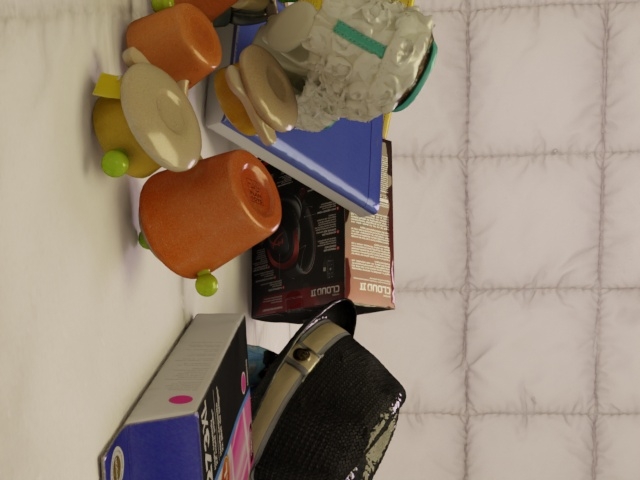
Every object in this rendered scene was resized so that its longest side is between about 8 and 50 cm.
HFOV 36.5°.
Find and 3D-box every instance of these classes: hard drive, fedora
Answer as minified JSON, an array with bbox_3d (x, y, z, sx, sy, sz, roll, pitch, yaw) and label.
[{"bbox_3d":[-0.021,-0.182,1.280,0.318,0.040,0.210,28,58,-47],"label":"hard drive"},{"bbox_3d":[0.013,0.243,1.270,0.334,0.152,0.334,-54,161,-29],"label":"fedora"}]

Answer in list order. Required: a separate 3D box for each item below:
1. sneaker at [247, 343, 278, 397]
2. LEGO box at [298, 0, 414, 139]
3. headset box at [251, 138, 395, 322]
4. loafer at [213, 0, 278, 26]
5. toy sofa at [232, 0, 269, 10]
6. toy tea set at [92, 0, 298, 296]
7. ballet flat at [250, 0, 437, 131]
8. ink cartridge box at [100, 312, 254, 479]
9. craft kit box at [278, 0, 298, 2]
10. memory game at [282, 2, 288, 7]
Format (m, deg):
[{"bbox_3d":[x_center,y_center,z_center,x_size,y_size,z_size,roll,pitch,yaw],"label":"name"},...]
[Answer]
[{"bbox_3d":[-0.084,0.176,1.283,0.162,0.073,0.063,77,12,-71],"label":"sneaker"},{"bbox_3d":[0.056,-0.373,1.758,0.372,0.193,0.500,-74,175,-89],"label":"LEGO box"},{"bbox_3d":[0.000,0.000,1.478,0.110,0.218,0.293,11,72,-41],"label":"headset box"},{"bbox_3d":[-0.093,-0.382,1.116,0.096,0.084,0.268,-148,-123,-70],"label":"loafer"},{"bbox_3d":[-0.065,-0.417,0.973,0.150,0.177,0.363,-78,167,-77],"label":"toy sofa"},{"bbox_3d":[-0.121,-0.116,0.845,0.200,0.124,0.336,50,30,-32],"label":"toy tea set"},{"bbox_3d":[-0.002,-0.199,1.021,0.409,0.147,0.147,-167,-105,-75],"label":"ballet flat"},{"bbox_3d":[-0.119,0.202,0.898,0.371,0.069,0.176,-64,153,-76],"label":"ink cartridge box"},{"bbox_3d":[-0.060,-0.580,1.662,0.247,0.061,0.250,82,15,-45],"label":"craft kit box"},{"bbox_3d":[-0.079,-0.475,1.990,0.186,0.012,0.186,-1,90,-86],"label":"memory game"}]
